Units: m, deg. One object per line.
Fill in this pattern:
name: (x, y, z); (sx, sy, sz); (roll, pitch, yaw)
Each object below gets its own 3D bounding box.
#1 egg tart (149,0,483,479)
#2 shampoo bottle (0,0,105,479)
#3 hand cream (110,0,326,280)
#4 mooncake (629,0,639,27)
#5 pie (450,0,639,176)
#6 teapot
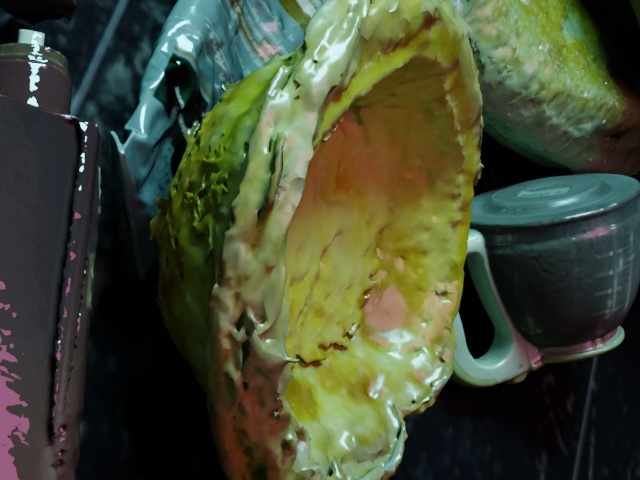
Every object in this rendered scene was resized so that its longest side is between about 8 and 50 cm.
egg tart: (-0.002, 0.001, 0.555); (0.212, 0.090, 0.212); (13, 90, -67)
shampoo bottle: (-0.111, 0.007, 0.498); (0.067, 0.068, 0.236); (14, 67, -30)
hand cream: (-0.039, -0.097, 0.609); (0.075, 0.052, 0.247); (64, 39, -39)
mooncake: (0.226, -0.181, 0.750); (0.235, 0.117, 0.234); (33, 46, -42)
pie: (0.117, -0.163, 0.773); (0.277, 0.079, 0.277); (25, 54, -40)
teapot: (0.104, 0.020, 0.699); (0.092, 0.124, 0.090); (-94, 173, -78)
